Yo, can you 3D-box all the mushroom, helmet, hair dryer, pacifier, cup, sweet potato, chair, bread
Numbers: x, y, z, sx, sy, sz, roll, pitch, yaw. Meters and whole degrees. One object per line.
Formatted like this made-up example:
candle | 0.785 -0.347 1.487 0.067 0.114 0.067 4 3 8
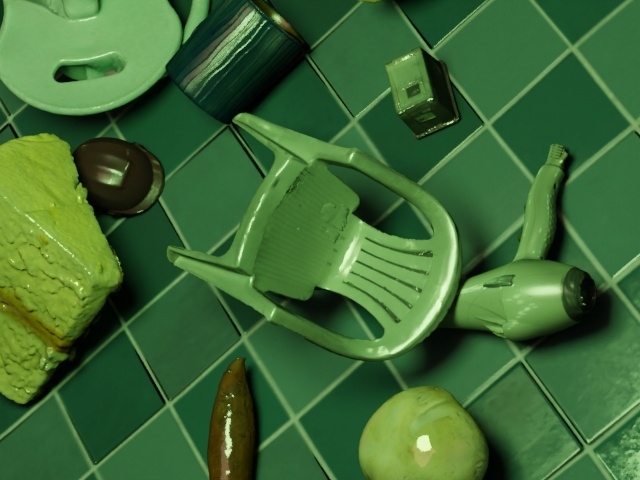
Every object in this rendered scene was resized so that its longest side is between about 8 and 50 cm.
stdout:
mushroom | 0.108 0.223 1.877 0.148 0.112 0.148 -12 67 30
helmet | -0.261 -0.084 2.237 0.123 0.070 0.098 11 78 34
hair dryer | 0.184 0.023 1.940 0.219 0.088 0.225 -25 48 25
pacifier | -0.289 -0.332 2.238 0.288 0.269 0.343 -11 68 0
cup | -0.103 -0.226 2.186 0.113 0.150 0.138 42 100 -7
sweet potato | -0.103 0.259 2.025 0.057 0.057 0.265 -4 72 30
chair | 0.000 0.000 1.964 0.274 0.190 0.203 27 89 57
bread | -0.351 0.036 2.205 0.236 0.198 0.263 44 126 7

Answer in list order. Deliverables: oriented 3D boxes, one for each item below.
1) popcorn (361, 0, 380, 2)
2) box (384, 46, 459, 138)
popcorn | 0.090 -0.379 2.067 0.253 0.190 0.191 -22 68 18
box | 0.112 -0.171 2.051 0.060 0.063 0.085 -23 61 22
